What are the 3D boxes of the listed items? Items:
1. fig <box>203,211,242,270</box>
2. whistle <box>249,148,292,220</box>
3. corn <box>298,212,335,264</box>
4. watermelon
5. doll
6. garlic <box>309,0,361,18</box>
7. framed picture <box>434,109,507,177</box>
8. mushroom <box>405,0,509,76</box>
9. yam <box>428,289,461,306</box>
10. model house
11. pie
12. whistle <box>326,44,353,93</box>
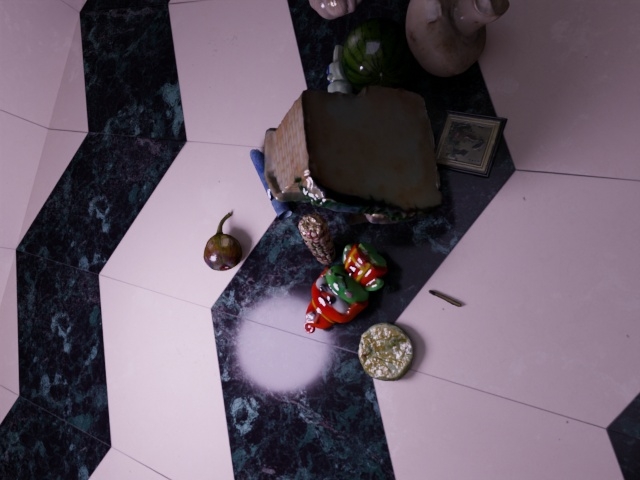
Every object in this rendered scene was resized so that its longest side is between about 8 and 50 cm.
[{"bbox_3d":[-0.374,-0.005,1.664,0.149,0.149,0.245,-18,62,21],"label":"fig"},{"bbox_3d":[-0.192,-0.219,1.647,0.062,0.062,0.304,-32,70,17],"label":"whistle"},{"bbox_3d":[0.000,0.000,1.409,0.092,0.280,0.092,-6,64,12],"label":"corn"},{"bbox_3d":[0.189,-0.610,1.440,0.242,0.242,0.242,-4,79,24],"label":"watermelon"},{"bbox_3d":[0.066,0.170,1.406,0.363,0.160,0.182,-48,65,13],"label":"doll"},{"bbox_3d":[0.062,-0.918,1.597,0.227,0.152,0.228,-15,60,26],"label":"garlic"},{"bbox_3d":[0.468,-0.311,1.384,0.195,0.010,0.199,18,89,26],"label":"framed picture"},{"bbox_3d":[0.416,-0.652,1.299,0.290,0.297,0.298,2,81,50],"label":"mushroom"},{"bbox_3d":[0.383,0.179,1.337,0.107,0.014,0.014,25,92,26],"label":"yam"},{"bbox_3d":[0.071,-0.217,1.351,0.400,0.445,0.395,-22,74,61],"label":"model house"},{"bbox_3d":[0.207,0.353,1.374,0.186,0.041,0.187,-4,80,24],"label":"pie"},{"bbox_3d":[0.070,-0.588,1.569,0.092,0.110,0.244,-18,73,57],"label":"whistle"}]
